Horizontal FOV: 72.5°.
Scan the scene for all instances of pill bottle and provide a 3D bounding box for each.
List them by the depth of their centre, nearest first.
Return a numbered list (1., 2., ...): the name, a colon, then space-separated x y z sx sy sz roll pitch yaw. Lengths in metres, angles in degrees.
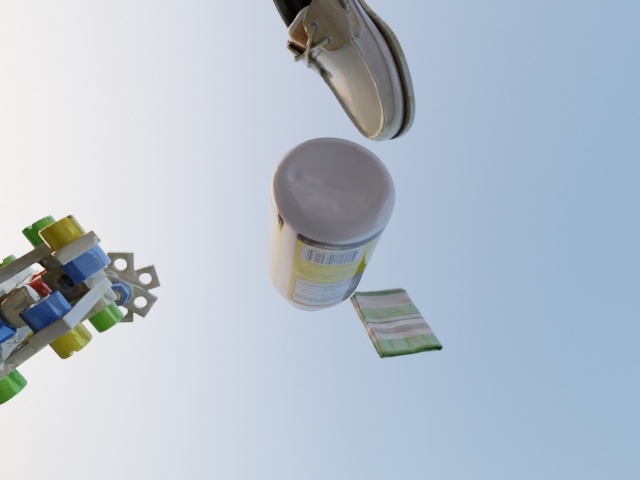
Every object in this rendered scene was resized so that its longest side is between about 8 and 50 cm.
1. pill bottle: 0.000 0.000 0.478 0.117 0.117 0.215 42 -28 15

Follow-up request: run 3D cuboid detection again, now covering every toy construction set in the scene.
1. toy construction set: -0.297 0.060 0.480 0.215 0.327 0.151 -35 -87 -10

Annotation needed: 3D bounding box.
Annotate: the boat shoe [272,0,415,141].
1. boat shoe: 0.006 -0.251 0.528 0.302 0.103 0.113 64 -31 4

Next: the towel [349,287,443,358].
1. towel: 0.125 0.133 0.743 0.152 0.113 0.023 -118 -152 -55
